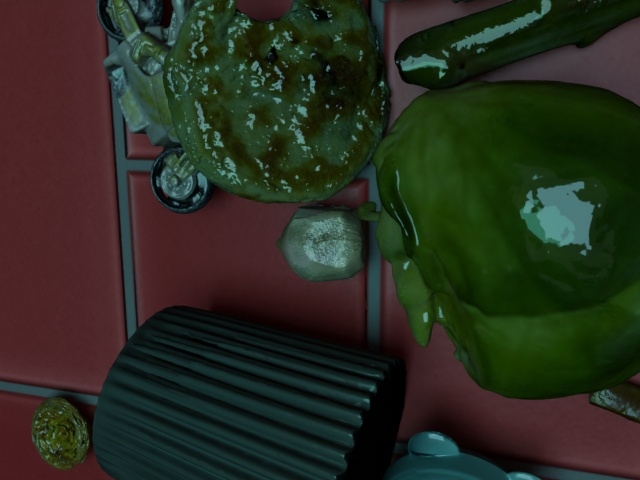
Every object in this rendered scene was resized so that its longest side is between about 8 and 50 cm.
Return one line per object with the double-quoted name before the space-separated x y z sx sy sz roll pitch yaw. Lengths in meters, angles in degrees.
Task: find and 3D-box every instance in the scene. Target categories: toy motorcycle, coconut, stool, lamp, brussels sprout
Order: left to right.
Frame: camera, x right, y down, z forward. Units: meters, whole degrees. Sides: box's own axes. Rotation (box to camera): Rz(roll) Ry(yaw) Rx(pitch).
"toy motorcycle" -0.173 -0.219 0.920 0.223 0.108 0.340 -18 93 15
"stool" -0.088 0.246 0.897 0.330 0.297 0.297 16 106 20
"coconut" 0.000 0.000 0.906 0.125 0.110 0.110 -1 101 12
"lamp" 0.168 0.389 0.904 0.210 0.147 0.283 23 103 12
"brussels sprout" 0.238 -0.020 0.740 0.371 0.276 0.315 53 125 10

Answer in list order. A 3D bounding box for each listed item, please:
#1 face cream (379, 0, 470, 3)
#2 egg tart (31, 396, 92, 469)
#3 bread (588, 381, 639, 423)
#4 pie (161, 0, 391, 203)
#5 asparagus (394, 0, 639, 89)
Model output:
"face cream" 0.175 -0.328 0.780 0.252 0.101 0.101 -13 97 22
"egg tart" -0.433 0.322 1.152 0.129 0.049 0.128 4 99 24
"bread" 0.382 0.200 0.853 0.083 0.036 0.046 20 104 12
"pie" -0.049 -0.186 0.851 0.303 0.067 0.302 -2 99 -13
"asparagus" 0.255 -0.251 0.779 0.343 0.085 0.082 -17 70 14
